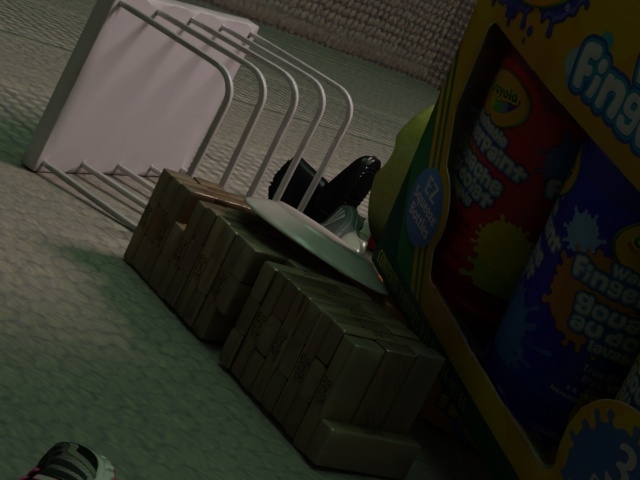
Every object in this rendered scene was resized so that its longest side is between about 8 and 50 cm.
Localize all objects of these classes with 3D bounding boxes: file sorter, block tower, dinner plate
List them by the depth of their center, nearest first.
[{"bbox_3d":[-0.035,0.053,1.088,0.091,0.097,0.335,15,17,-38],"label":"block tower"},{"bbox_3d":[0.000,0.000,1.134,0.141,0.017,0.141,35,4,-3],"label":"dinner plate"},{"bbox_3d":[-0.119,-0.116,1.403,0.173,0.193,0.277,34,15,21],"label":"file sorter"}]

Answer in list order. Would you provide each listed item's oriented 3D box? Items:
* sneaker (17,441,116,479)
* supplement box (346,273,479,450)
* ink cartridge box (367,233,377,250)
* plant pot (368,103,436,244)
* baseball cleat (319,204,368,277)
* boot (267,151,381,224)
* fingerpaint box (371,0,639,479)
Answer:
[{"bbox_3d":[-0.144,0.130,0.634,0.074,0.063,0.170,30,17,-8],"label":"sneaker"},{"bbox_3d":[0.112,0.112,1.168,0.233,0.078,0.080,27,13,12],"label":"supplement box"},{"bbox_3d":[0.140,-0.005,1.695,0.134,0.078,0.231,27,13,10],"label":"ink cartridge box"},{"bbox_3d":[0.198,-0.017,1.437,0.254,0.276,0.276,28,12,35],"label":"plant pot"},{"bbox_3d":[-0.006,-0.002,1.425,0.109,0.072,0.206,12,7,-5],"label":"baseball cleat"},{"bbox_3d":[0.002,-0.066,1.597,0.099,0.121,0.045,38,15,26],"label":"boot"},{"bbox_3d":[0.227,-0.003,0.965,0.163,0.371,0.445,7,32,-25],"label":"fingerpaint box"}]
